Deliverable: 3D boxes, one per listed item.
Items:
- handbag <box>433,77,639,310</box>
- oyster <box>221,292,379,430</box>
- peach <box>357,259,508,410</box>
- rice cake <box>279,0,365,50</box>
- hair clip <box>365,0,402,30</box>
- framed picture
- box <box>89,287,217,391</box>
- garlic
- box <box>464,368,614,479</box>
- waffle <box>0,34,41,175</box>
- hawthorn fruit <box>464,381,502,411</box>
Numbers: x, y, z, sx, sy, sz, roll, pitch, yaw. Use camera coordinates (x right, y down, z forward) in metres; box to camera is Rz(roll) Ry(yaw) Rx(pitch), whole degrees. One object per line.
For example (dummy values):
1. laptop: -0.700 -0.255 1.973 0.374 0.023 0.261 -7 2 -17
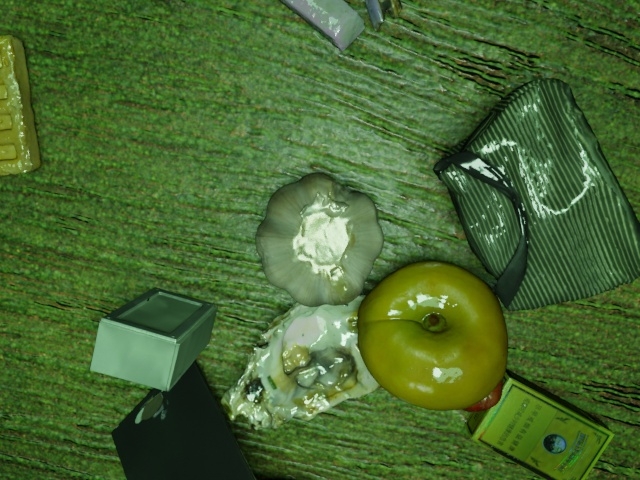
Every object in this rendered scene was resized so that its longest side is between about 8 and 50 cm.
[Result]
1. handbag: 0.337 -0.065 0.825 0.240 0.247 0.341 -26 98 18
2. oyster: -0.017 0.207 0.941 0.354 0.107 0.201 -19 95 -18
3. peach: 0.181 0.151 0.845 0.250 0.153 0.251 -6 56 9
4. rice cake: -0.081 -0.458 0.879 0.364 0.056 0.073 37 96 -2
5. hair clip: 0.060 -0.499 0.856 0.106 0.084 0.292 -21 95 50
6. framed picture: -0.253 0.403 0.930 0.244 0.013 0.324 -45 54 8
7. box: -0.274 0.159 0.889 0.129 0.225 0.086 15 98 1
8. garlic: -0.004 0.001 0.889 0.227 0.152 0.228 0 90 4
9. box: 0.402 0.351 0.957 0.219 0.064 0.141 29 98 -2
10. waffle: -0.639 -0.238 0.943 0.220 0.055 0.248 -4 97 4
11. hawthorn fruit: 0.263 0.247 0.922 0.127 0.128 0.128 0 98 3
